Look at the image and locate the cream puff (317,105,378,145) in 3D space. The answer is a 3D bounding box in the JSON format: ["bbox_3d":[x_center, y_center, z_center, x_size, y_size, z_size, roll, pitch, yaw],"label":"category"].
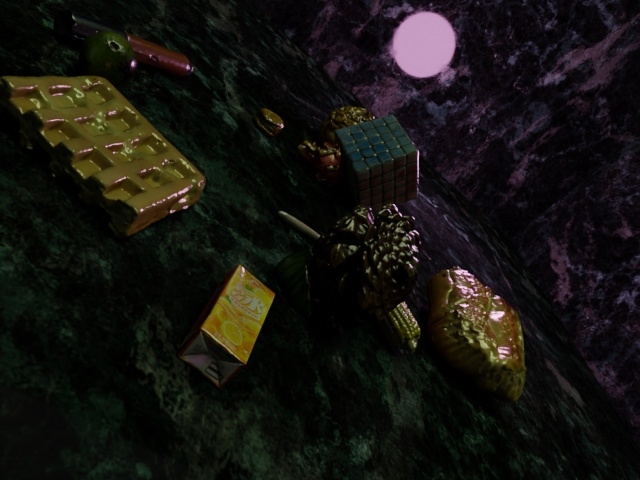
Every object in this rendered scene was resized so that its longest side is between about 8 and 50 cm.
[{"bbox_3d":[0.158,-0.404,2.111,0.342,0.231,0.327,19,32,-47],"label":"cream puff"}]

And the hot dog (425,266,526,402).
[{"bbox_3d":[0.480,0.300,1.584,0.367,0.196,0.365,36,25,-7],"label":"hot dog"}]

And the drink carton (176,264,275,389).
[{"bbox_3d":[-0.154,0.139,0.900,0.096,0.071,0.223,41,23,-11],"label":"drink carton"}]

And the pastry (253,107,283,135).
[{"bbox_3d":[-0.174,-0.400,1.751,0.097,0.057,0.109,48,22,8],"label":"pastry"}]

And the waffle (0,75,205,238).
[{"bbox_3d":[-0.399,-0.179,0.989,0.348,0.077,0.304,45,22,-4],"label":"waffle"}]

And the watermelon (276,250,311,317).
[{"bbox_3d":[-0.043,0.075,1.186,0.092,0.075,0.182,39,22,-26],"label":"watermelon"}]

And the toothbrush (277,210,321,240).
[{"bbox_3d":[0.000,0.000,1.445,0.307,0.025,0.030,33,35,-30],"label":"toothbrush"}]

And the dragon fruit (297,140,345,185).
[{"bbox_3d":[0.008,-0.275,1.785,0.207,0.150,0.133,28,0,-25],"label":"dragon fruit"}]

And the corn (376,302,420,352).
[{"bbox_3d":[0.180,0.180,1.371,0.097,0.097,0.262,17,36,-49],"label":"corn"}]

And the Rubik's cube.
[{"bbox_3d":[0.195,-0.267,1.838,0.238,0.237,0.237,82,-11,-51],"label":"Rubik's cube"}]

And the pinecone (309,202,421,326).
[{"bbox_3d":[0.100,0.055,1.199,0.242,0.296,0.298,45,61,-4],"label":"pinecone"}]

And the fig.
[{"bbox_3d":[-0.485,-0.417,1.186,0.123,0.123,0.156,28,13,-37],"label":"fig"}]

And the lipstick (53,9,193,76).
[{"bbox_3d":[-0.487,-0.499,1.353,0.077,0.077,0.418,53,23,15],"label":"lipstick"}]
